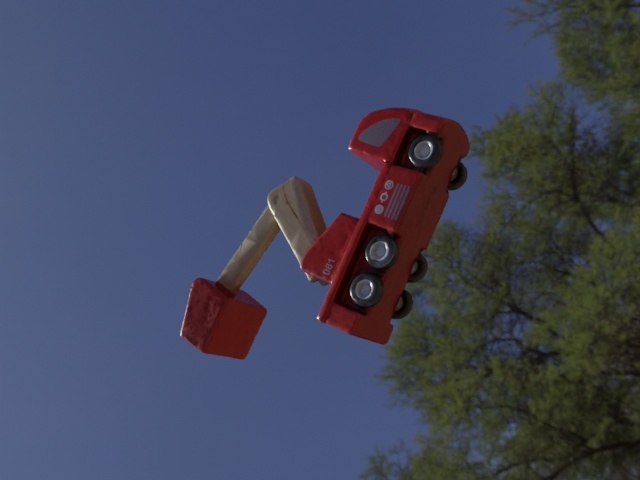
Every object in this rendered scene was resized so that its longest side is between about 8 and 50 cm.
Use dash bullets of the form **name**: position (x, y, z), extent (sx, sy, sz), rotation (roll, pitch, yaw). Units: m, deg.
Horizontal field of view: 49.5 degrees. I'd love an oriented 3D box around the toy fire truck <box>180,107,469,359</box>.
- **toy fire truck**: position (0.000, 0.000, 0.444), extent (0.047, 0.135, 0.192), rotation (25, -93, -54)
